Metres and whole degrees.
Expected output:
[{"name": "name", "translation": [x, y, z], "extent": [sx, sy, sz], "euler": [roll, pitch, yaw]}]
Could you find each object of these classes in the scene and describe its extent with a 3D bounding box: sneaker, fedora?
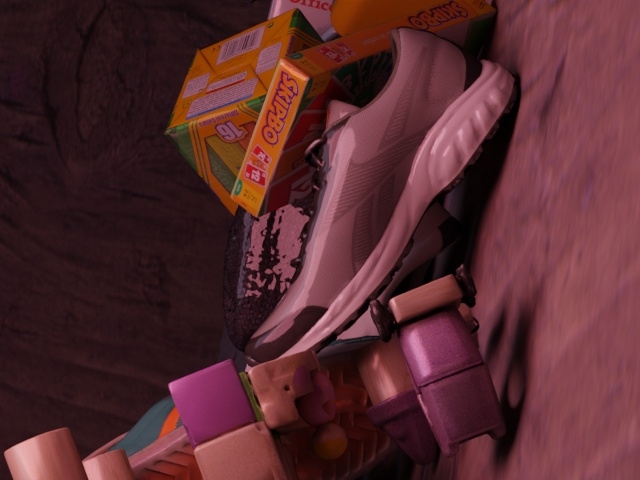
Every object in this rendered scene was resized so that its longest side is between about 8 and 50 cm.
[{"name": "sneaker", "translation": [0.024, -0.026, 1.335], "extent": [0.271, 0.108, 0.100], "euler": [-56, 2, -5]}, {"name": "fedora", "translation": [0.000, 0.000, 1.649], "extent": [0.334, 0.152, 0.334], "euler": [-168, 90, -84]}, {"name": "sneaker", "translation": [-0.062, 0.143, 1.439], "extent": [0.108, 0.302, 0.121], "euler": [62, -174, -19]}, {"name": "sneaker", "translation": [0.021, 0.062, 1.458], "extent": [0.094, 0.091, 0.258], "euler": [-33, -22, -51]}]

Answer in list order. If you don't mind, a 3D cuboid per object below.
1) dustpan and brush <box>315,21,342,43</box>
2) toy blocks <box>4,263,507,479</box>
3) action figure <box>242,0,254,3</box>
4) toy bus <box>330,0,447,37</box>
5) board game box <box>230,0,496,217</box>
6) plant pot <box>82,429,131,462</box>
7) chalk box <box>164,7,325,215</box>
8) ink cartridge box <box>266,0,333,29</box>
[{"name": "dustpan and brush", "translation": [-0.004, -0.188, 1.912], "extent": [0.211, 0.060, 0.147], "euler": [-35, 17, 11]}, {"name": "toy blocks", "translation": [-0.003, 0.207, 1.217], "extent": [0.288, 0.309, 0.260], "euler": [70, 178, -80]}, {"name": "action figure", "translation": [-0.005, -0.337, 2.181], "extent": [0.275, 0.164, 0.141], "euler": [-8, -37, -54]}, {"name": "toy bus", "translation": [0.087, -0.263, 1.568], "extent": [0.333, 0.108, 0.130], "euler": [130, 151, -77]}, {"name": "board game box", "translation": [0.042, -0.107, 1.430], "extent": [0.259, 0.039, 0.124], "euler": [-28, -32, -49]}, {"name": "plant pot", "translation": [-0.084, 0.286, 1.544], "extent": [0.284, 0.284, 0.191], "euler": [-89, -22, -61]}, {"name": "chalk box", "translation": [-0.027, -0.091, 1.855], "extent": [0.132, 0.213, 0.132], "euler": [-19, 37, 32]}, {"name": "ink cartridge box", "translation": [0.001, -0.178, 2.052], "extent": [0.082, 0.139, 0.191], "euler": [-105, 28, -81]}]
